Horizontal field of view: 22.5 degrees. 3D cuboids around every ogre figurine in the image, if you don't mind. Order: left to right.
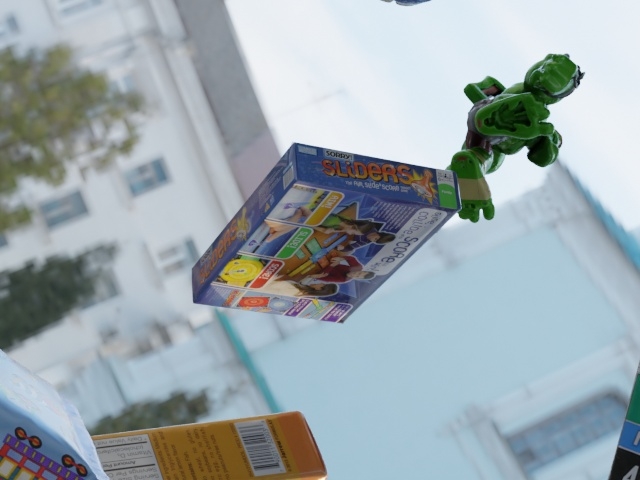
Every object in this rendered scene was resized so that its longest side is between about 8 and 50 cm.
[{"bbox_3d":[0.157,-0.095,1.364,0.097,0.118,0.197,25,-59,11],"label":"ogre figurine"}]

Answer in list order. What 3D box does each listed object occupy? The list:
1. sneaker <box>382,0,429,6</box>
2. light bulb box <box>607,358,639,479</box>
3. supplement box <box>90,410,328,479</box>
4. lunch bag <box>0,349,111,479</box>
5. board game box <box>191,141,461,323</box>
[{"bbox_3d":[0.062,-0.358,1.305,0.147,0.130,0.330,-158,-130,-75],"label":"sneaker"},{"bbox_3d":[0.402,0.260,1.394,0.225,0.358,0.361,17,-83,32],"label":"light bulb box"},{"bbox_3d":[-0.118,0.197,1.283,0.080,0.233,0.078,-114,-153,-45],"label":"supplement box"},{"bbox_3d":[-0.255,0.088,0.989,0.221,0.138,0.293,34,10,-16],"label":"lunch bag"},{"bbox_3d":[0.000,0.000,1.238,0.201,0.136,0.035,-47,-139,50],"label":"board game box"}]
